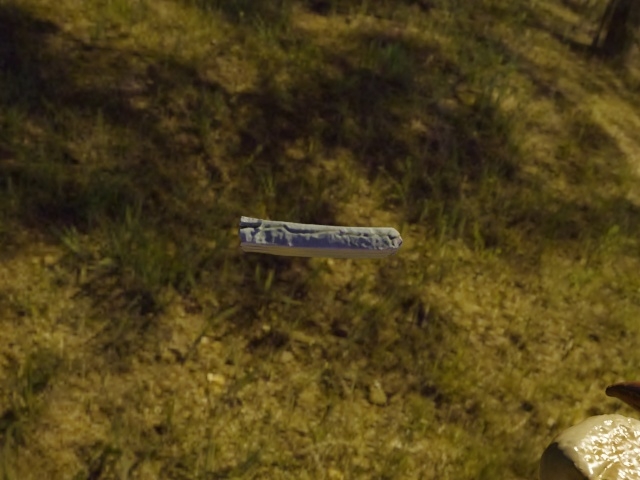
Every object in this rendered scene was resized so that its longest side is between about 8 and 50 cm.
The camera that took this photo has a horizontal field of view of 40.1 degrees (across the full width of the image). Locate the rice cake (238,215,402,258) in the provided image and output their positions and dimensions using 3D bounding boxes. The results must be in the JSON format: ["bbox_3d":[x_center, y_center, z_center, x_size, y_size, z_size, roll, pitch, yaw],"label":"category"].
[{"bbox_3d":[0.000,-0.001,1.143,0.211,0.038,0.124,3,-6,-3],"label":"rice cake"}]

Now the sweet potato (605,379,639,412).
[{"bbox_3d":[0.377,0.122,0.750,0.059,0.281,0.067,-26,87,-54],"label":"sweet potato"}]

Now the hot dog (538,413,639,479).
[{"bbox_3d":[0.206,0.195,0.452,0.084,0.073,0.242,-12,42,-29],"label":"hot dog"}]
